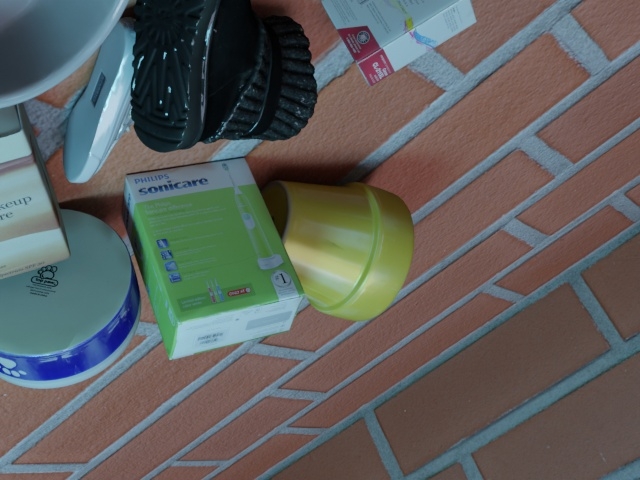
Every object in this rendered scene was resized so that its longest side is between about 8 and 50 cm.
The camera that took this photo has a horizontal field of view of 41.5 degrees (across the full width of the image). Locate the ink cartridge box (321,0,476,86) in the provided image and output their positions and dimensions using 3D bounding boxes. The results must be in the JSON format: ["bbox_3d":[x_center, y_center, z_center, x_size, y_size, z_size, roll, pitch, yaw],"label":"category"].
[{"bbox_3d":[0.109,-0.318,1.171,0.175,0.127,0.072,-30,153,8],"label":"ink cartridge box"}]

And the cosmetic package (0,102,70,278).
[{"bbox_3d":[-0.443,-0.080,1.125,0.153,0.129,0.296,-17,150,-13],"label":"cosmetic package"}]

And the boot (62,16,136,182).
[{"bbox_3d":[-0.254,-0.177,1.143,0.123,0.095,0.258,1,137,-41],"label":"boot"}]

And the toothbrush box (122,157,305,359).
[{"bbox_3d":[-0.178,0.022,1.347,0.206,0.283,0.122,-12,150,-24],"label":"toothbrush box"}]

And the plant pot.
[{"bbox_3d":[0.000,0.000,1.526,0.239,0.254,0.254,18,132,-31],"label":"plant pot"}]

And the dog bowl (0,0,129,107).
[{"bbox_3d":[-0.307,-0.276,0.788,0.349,0.102,0.349,-45,159,-22],"label":"dog bowl"}]

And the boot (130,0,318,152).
[{"bbox_3d":[-0.099,-0.279,1.054,0.260,0.131,0.348,-19,132,-49],"label":"boot"}]

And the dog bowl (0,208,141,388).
[{"bbox_3d":[-0.410,0.084,1.284,0.264,0.265,0.104,-17,149,-16],"label":"dog bowl"}]
